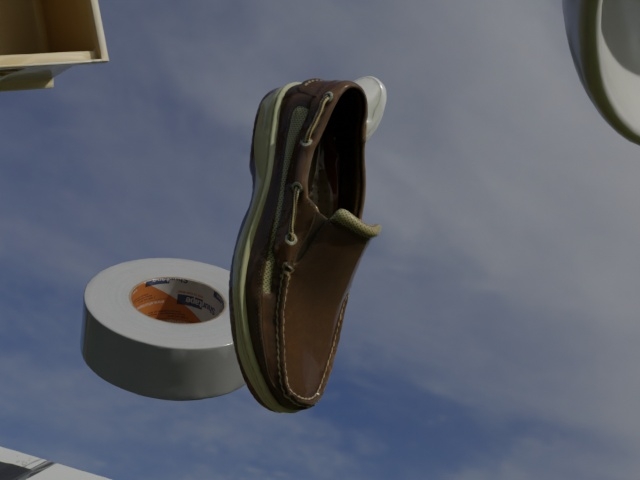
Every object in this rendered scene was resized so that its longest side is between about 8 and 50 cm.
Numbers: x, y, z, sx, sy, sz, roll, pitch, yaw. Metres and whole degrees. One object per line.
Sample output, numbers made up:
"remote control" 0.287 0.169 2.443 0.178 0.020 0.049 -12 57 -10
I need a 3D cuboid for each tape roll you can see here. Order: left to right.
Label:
"tape roll" -0.173 0.101 1.277 0.219 0.219 0.072 9 -66 -3

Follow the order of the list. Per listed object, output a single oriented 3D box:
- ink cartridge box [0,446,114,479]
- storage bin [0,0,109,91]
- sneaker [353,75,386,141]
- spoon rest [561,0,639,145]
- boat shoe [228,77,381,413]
"ink cartridge box" -0.333 0.304 0.993 0.307 0.223 0.129 8 -65 30
"storage bin" -0.344 -0.259 0.905 0.260 0.262 0.123 -10 1 -34
"sneaker" 0.008 -0.176 1.588 0.090 0.232 0.115 46 -15 19
"spoon rest" 0.160 -0.153 0.317 0.137 0.276 0.084 18 11 -44
"boat shoe" -0.005 -0.001 0.801 0.095 0.257 0.095 -9 -14 41
